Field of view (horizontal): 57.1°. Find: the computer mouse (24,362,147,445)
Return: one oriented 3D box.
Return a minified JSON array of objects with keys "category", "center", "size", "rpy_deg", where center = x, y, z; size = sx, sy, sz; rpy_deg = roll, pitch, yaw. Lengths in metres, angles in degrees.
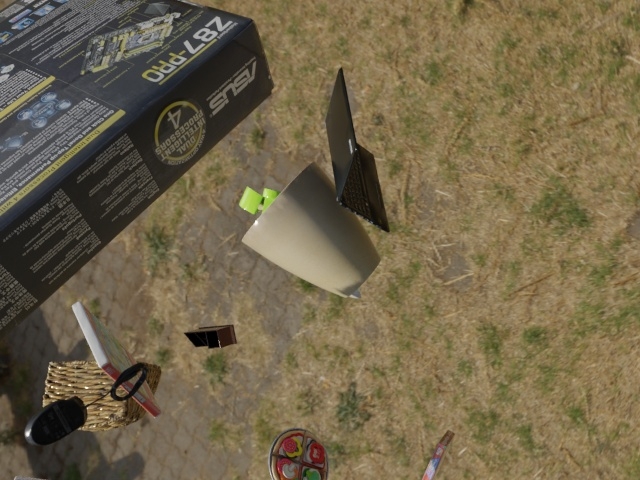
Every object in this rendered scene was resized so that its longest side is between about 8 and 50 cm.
[{"category":"computer mouse","center":[-0.443,0.307,1.125],"size":[0.041,0.242,0.071],"rpy_deg":[0,113,55]}]

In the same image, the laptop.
[{"category":"laptop","center":[0.093,-0.183,1.237],"size":[0.136,0.264,0.234],"rpy_deg":[-31,49,32]}]

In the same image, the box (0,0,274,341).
[{"category":"box","center":[-0.290,-0.113,0.580],"size":[0.318,0.097,0.395],"rpy_deg":[24,61,30]}]

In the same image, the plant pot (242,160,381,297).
[{"category":"plant pot","center":[0.000,0.000,1.391],"size":[0.274,0.256,0.256],"rpy_deg":[43,115,-1]}]

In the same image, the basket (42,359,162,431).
[{"category":"basket","center":[-0.685,0.494,1.866],"size":[0.299,0.223,0.213],"rpy_deg":[-4,72,11]}]

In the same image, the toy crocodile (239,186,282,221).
[{"category":"toy crocodile","center":[-0.064,-0.072,1.621],"size":[0.340,0.105,0.115],"rpy_deg":[13,96,9]}]

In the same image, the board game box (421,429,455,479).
[{"category":"board game box","center":[0.300,0.678,1.650],"size":[0.027,0.145,0.281],"rpy_deg":[24,96,20]}]

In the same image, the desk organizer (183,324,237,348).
[{"category":"desk organizer","center":[-0.260,0.228,1.379],"size":[0.130,0.050,0.047],"rpy_deg":[-12,89,40]}]

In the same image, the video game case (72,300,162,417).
[{"category":"video game case","center":[-0.480,0.288,1.398],"size":[0.025,0.285,0.204],"rpy_deg":[-34,52,-13]}]

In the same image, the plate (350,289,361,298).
[{"category":"plate","center":[-0.008,0.049,1.810],"size":[0.045,0.278,0.277],"rpy_deg":[-39,54,20]}]

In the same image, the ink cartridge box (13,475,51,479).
[{"category":"ink cartridge box","center":[-0.582,0.622,1.282],"size":[0.181,0.225,0.056],"rpy_deg":[-95,24,-53]}]

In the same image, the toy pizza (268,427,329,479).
[{"category":"toy pizza","center":[-0.056,0.644,1.701],"size":[0.032,0.201,0.201],"rpy_deg":[-40,66,47]}]
